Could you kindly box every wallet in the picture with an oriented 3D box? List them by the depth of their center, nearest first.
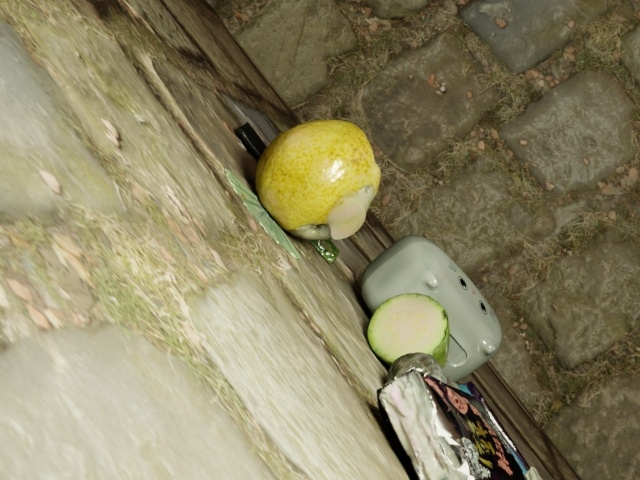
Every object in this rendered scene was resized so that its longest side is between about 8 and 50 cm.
[{"bbox_3d":[-0.109,-0.173,2.155,0.285,0.030,0.146,52,6,-8],"label":"wallet"}]

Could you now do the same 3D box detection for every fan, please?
[{"bbox_3d":[-0.114,-0.049,1.700,0.240,0.009,0.131,51,11,-6],"label":"fan"}]

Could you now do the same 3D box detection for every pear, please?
[{"bbox_3d":[-0.004,-0.133,1.816,0.271,0.271,0.271,50,9,-11],"label":"pear"}]

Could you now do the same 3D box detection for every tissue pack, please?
[{"bbox_3d":[0.231,0.362,1.449,0.332,0.123,0.245,33,26,-55],"label":"tissue pack"},{"bbox_3d":[0.255,0.165,1.972,0.333,0.229,0.236,49,9,-15],"label":"tissue pack"}]

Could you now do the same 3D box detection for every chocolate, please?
[{"bbox_3d":[0.205,0.285,1.654,0.110,0.110,0.248,58,7,36],"label":"chocolate"}]

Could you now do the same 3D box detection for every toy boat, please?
[{"bbox_3d":[0.423,0.498,2.032,0.392,0.079,0.136,57,8,16],"label":"toy boat"}]

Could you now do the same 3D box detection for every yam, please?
[{"bbox_3d":[0.151,0.115,2.156,0.141,0.079,0.079,41,14,-46],"label":"yam"}]

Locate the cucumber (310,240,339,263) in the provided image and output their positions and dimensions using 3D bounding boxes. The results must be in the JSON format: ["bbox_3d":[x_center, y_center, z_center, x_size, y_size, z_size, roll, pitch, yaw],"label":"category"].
[{"bbox_3d":[0.000,0.000,1.990,0.107,0.035,0.067,48,11,-7],"label":"cucumber"}]

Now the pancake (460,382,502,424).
[{"bbox_3d":[0.455,0.481,2.380,0.212,0.029,0.235,47,8,-23],"label":"pancake"}]

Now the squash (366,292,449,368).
[{"bbox_3d":[0.192,0.204,1.764,0.123,0.170,0.170,59,1,-42],"label":"squash"}]

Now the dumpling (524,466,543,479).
[{"bbox_3d":[0.465,0.579,1.816,0.150,0.092,0.176,40,15,-41],"label":"dumpling"}]
